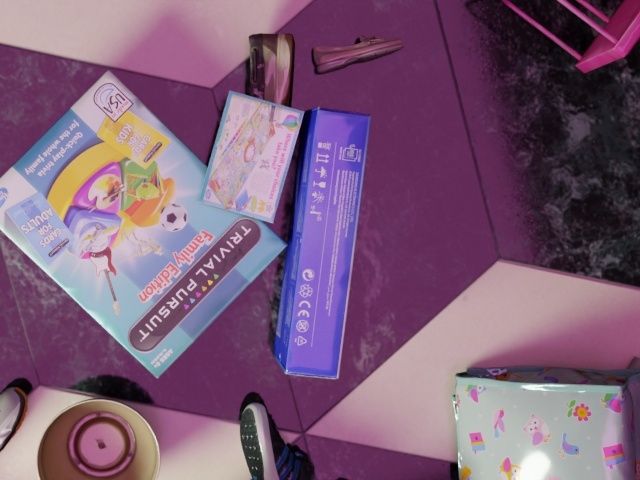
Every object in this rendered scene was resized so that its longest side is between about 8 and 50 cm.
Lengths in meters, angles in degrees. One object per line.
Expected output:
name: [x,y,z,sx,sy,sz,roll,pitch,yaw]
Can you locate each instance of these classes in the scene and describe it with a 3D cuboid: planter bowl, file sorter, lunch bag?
planter bowl: [-0.296,0.285,1.829,0.162,0.109,0.162,0,93,-6]
file sorter: [0.396,-0.404,1.827,0.182,0.202,0.290,36,89,-4]
lunch bag: [0.310,0.287,1.871,0.262,0.160,0.223,-2,95,27]

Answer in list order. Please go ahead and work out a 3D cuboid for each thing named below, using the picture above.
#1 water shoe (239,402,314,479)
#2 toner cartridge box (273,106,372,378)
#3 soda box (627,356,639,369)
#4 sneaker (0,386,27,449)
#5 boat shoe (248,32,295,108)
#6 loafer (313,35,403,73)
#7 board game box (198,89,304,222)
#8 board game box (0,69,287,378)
water shoe: [-0.053,0.314,1.888,0.080,0.073,0.203,-18,100,-27]
toner cartridge box: [0.000,0.000,1.820,0.075,0.165,0.348,7,93,-7]
soda box: [0.532,0.250,1.938,0.216,0.074,0.069,31,89,-7]
sneaker: [-0.507,0.282,1.815,0.121,0.099,0.262,43,87,-2]
boat shoe: [-0.079,-0.173,1.849,0.073,0.080,0.223,7,93,5]
loafer: [0.051,-0.266,1.873,0.125,0.045,0.039,-17,88,-3]
board game box: [-0.091,-0.110,1.793,0.103,0.026,0.154,16,88,-3]
board game box: [-0.252,-0.022,1.833,0.336,0.079,0.254,44,88,-6]
